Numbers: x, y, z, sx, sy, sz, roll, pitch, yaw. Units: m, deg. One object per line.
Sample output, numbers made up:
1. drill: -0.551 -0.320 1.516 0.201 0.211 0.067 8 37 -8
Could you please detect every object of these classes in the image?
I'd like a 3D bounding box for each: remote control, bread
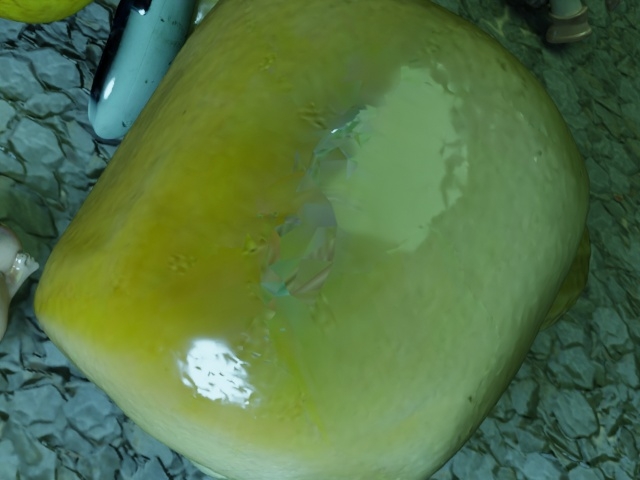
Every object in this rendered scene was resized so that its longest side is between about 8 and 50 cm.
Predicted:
1. remote control: -0.130 -0.203 1.318 0.045 0.256 0.097 21 -2 18
2. bread: 0.000 0.000 1.147 0.348 0.253 0.376 33 78 4

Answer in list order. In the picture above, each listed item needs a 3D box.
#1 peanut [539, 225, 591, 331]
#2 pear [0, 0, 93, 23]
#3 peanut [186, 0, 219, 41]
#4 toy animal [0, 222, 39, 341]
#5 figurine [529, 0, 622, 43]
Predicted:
1. peanut: 0.143 0.024 1.399 0.305 0.147 0.147 -8 64 -43
2. pear: -0.252 -0.317 1.260 0.281 0.281 0.280 21 48 -24
3. peanut: -0.055 -0.176 1.422 0.236 0.120 0.110 24 11 -14
4. toy animal: -0.263 0.031 1.127 0.083 0.089 0.150 39 35 -38
5. figurine: 0.230 -0.350 1.758 0.276 0.133 0.200 46 39 0
